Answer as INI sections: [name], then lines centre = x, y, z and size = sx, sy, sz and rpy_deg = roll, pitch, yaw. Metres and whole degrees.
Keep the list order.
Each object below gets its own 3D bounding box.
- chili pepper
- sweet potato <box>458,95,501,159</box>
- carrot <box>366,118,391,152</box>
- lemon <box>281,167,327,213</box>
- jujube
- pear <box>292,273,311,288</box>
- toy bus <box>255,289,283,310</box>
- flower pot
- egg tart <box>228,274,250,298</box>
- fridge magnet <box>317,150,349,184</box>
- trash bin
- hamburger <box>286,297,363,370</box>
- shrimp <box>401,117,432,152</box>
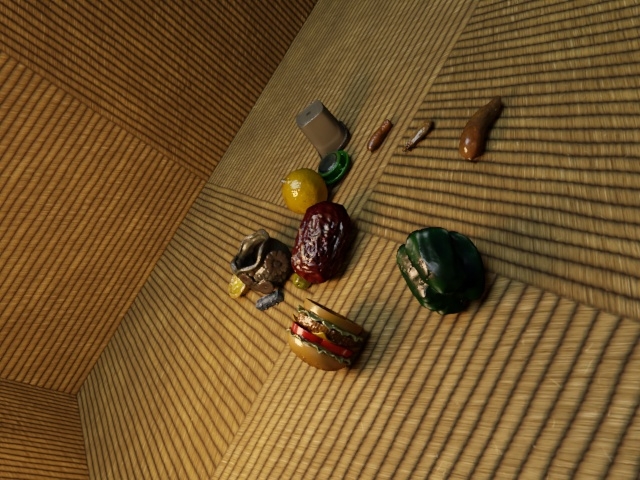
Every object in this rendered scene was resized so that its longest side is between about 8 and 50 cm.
[chili pepper]
centre = 0.385, 0.096, 1.339
size = 0.233, 0.249, 0.256
rpy_deg = 118, 150, -44
[sweet potato]
centre = 0.605, -0.436, 1.604
size = 0.097, 0.097, 0.291
rpy_deg = 12, 72, 52
[carrot]
centre = 0.289, -0.520, 2.063
size = 0.186, 0.060, 0.060
rpy_deg = -57, 36, -4
[lemon]
centre = -0.078, -0.242, 2.123
size = 0.229, 0.253, 0.228
rpy_deg = -13, 49, 15
[jujube]
centre = 0.000, 0.000, 1.853
size = 0.259, 0.258, 0.376
rpy_deg = -7, 50, 46
[pear]
centre = -0.088, 0.185, 1.924
size = 0.092, 0.097, 0.092
rpy_deg = 1, 92, 32
[toy bus]
centre = -0.252, 0.296, 2.064
size = 0.166, 0.047, 0.065
rpy_deg = -30, 40, 33
[flower pot]
centre = -0.288, 0.111, 2.093
size = 0.302, 0.213, 0.301
rpy_deg = -33, 37, 28
[egg tart]
centre = -0.434, 0.235, 2.296
size = 0.191, 0.074, 0.191
rpy_deg = -29, 45, 33
[fridge magnet]
centre = 0.063, -0.385, 2.190
size = 0.208, 0.088, 0.207
rpy_deg = -29, 44, 32
[trash bin]
centre = 0.008, -0.609, 2.294
size = 0.219, 0.250, 0.219
rpy_deg = -37, 39, 14
[hamburger]
centre = 0.007, 0.358, 1.534
size = 0.274, 0.275, 0.212
rpy_deg = 21, 82, 54
[shrimp]
centre = 0.433, -0.469, 1.875
size = 0.190, 0.042, 0.101
rpy_deg = -50, 16, 9
